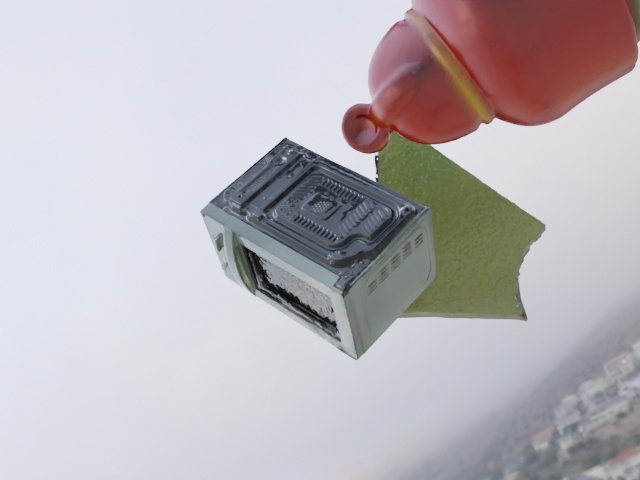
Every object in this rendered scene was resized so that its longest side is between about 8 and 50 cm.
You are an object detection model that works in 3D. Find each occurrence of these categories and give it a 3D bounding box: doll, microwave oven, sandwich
[{"bbox_3d":[0.165,-0.188,0.649,0.363,0.183,0.160,-38,-9,11],"label":"doll"},{"bbox_3d":[0.000,0.000,0.885,0.162,0.208,0.122,-44,-36,-25],"label":"microwave oven"},{"bbox_3d":[0.170,-0.025,1.017,0.211,0.245,0.063,1,-7,1],"label":"sandwich"}]
